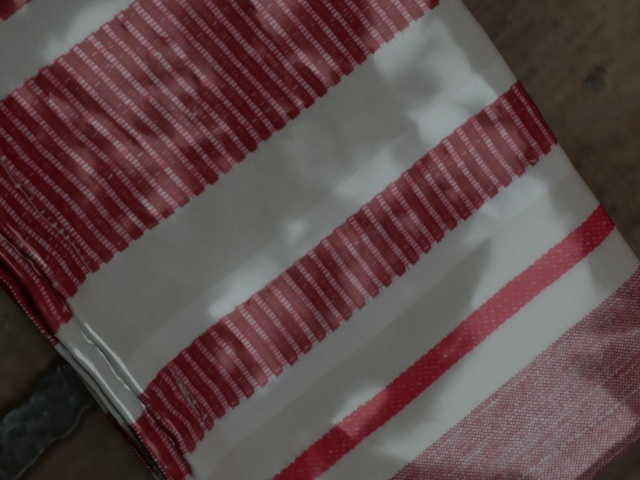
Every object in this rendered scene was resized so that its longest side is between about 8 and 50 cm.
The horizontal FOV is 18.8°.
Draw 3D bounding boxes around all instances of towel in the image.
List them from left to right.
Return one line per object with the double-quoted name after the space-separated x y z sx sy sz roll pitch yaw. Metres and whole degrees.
0.000 0.000 0.821 0.237 0.037 0.329 -40 103 -16 "towel"
